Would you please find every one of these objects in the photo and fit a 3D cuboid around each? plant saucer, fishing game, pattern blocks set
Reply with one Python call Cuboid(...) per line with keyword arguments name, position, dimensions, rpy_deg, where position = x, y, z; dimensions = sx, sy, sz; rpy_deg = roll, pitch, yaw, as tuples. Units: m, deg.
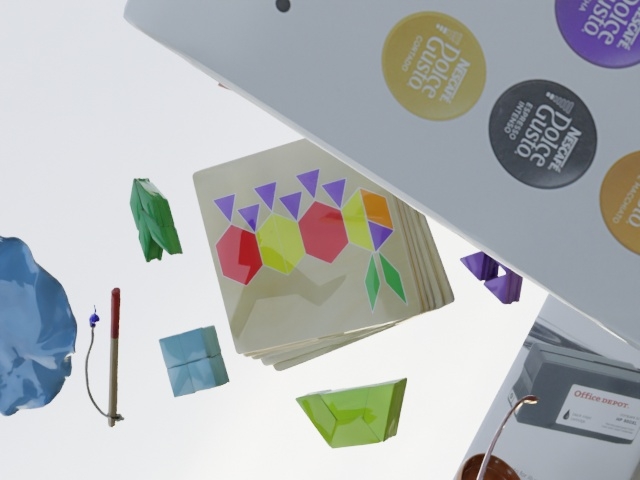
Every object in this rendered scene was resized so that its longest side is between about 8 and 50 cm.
Cuboid(name="plant saucer", position=(0.153, 0.231, 1.738), dimensions=(0.083, 0.013, 0.083), rpy_deg=(23, -132, -29))
Cuboid(name="fishing game", position=(-0.274, 0.060, 1.593), dimensions=(0.041, 0.264, 0.189), rpy_deg=(-51, -29, -53))
Cuboid(name="pattern blocks set", position=(0.000, 0.000, 1.330), dimensions=(0.026, 0.325, 0.285), rpy_deg=(-13, -83, -52))

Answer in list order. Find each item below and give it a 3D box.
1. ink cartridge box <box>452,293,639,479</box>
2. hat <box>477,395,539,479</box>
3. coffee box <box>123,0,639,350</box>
Cuboid(name="ink cartridge box", position=(0.289, 0.180, 1.913), dimensions=(0.395, 0.166, 0.285), rpy_deg=(-62, -25, -6))
Cuboid(name="hat", position=(0.050, 0.183, 0.946), dimensions=(0.183, 0.208, 0.173), rpy_deg=(-47, -44, 13))
Cuboid(name="coffee box", position=(0.174, -0.199, 0.951), dimensions=(0.338, 0.334, 0.337), rpy_deg=(-37, -23, -58))
